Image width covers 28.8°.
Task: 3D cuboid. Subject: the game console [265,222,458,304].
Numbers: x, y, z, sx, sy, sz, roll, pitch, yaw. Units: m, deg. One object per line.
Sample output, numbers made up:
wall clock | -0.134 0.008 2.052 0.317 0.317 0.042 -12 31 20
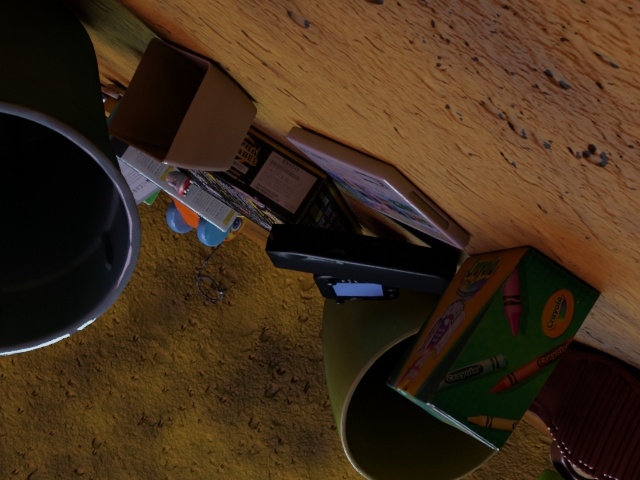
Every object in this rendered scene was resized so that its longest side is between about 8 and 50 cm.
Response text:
game console | 0.057 0.043 1.523 0.213 0.043 0.361 9 170 6

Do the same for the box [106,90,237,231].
box | -0.214 -0.119 1.873 0.244 0.100 0.060 37 175 -32

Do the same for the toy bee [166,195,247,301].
toy bee | -0.191 -0.061 2.179 0.195 0.162 0.298 34 149 15

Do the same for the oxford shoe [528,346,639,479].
oxford shoe | 0.325 0.193 1.441 0.130 0.123 0.348 23 -170 -34

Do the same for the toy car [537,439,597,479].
toy car | 0.433 0.332 1.899 0.149 0.155 0.188 33 163 10

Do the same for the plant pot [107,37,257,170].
plant pot | -0.131 -0.127 1.267 0.096 0.109 0.109 24 -177 -46

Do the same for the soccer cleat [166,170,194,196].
soccer cleat | -0.187 -0.078 1.644 0.036 0.029 0.083 31 180 -7

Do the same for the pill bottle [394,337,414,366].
pill bottle | 0.190 0.199 2.065 0.153 0.153 0.265 29 174 44

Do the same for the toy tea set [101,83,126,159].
toy tea set | -0.383 -0.212 1.920 0.336 0.124 0.200 38 173 -41

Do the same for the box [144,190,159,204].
box | -0.426 -0.202 2.334 0.262 0.126 0.231 35 173 -32

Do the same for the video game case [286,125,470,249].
video game case | 0.057 -0.053 1.230 0.157 0.019 0.143 27 172 48

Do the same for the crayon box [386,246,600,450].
crayon box | 0.157 0.100 1.206 0.081 0.165 0.278 34 175 -2

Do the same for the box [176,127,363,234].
box | -0.088 -0.078 1.597 0.257 0.079 0.322 31 175 15

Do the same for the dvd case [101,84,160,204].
dvd case | -0.363 -0.156 2.173 0.239 0.179 0.029 37 -148 -39

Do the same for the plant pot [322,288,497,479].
plant pot | 0.111 0.165 1.809 0.275 0.275 0.293 37 -171 -31

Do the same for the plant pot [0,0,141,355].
plant pot | -0.375 -0.106 1.384 0.341 0.341 0.334 37 -155 -32
